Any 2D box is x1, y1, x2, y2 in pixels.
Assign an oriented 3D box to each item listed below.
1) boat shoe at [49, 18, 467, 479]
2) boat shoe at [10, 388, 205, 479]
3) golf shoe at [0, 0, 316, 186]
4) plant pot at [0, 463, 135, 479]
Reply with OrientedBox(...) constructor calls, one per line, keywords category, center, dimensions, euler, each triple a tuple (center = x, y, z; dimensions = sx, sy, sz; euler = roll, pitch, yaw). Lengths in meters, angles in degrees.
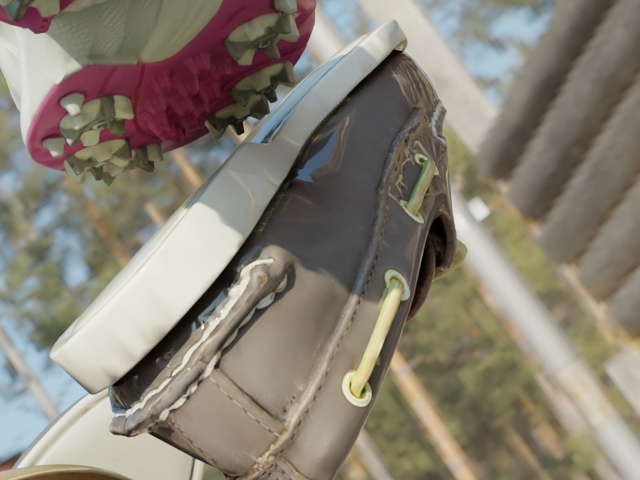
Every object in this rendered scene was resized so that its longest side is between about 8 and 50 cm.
OrientedBox(category="boat shoe", center=(0.000, 0.000, 0.765), dimensions=(0.116, 0.097, 0.324), euler=(-45, 4, 22))
OrientedBox(category="boat shoe", center=(-0.168, 0.228, 1.122), dimensions=(0.335, 0.112, 0.095), euler=(-66, 12, -15))
OrientedBox(category="golf shoe", center=(-0.076, -0.117, 0.657), dimensions=(0.115, 0.140, 0.306), euler=(-23, -16, -6))
OrientedBox(category="plant pot", center=(-0.174, 0.203, 0.992), dimensions=(0.236, 0.032, 0.236), euler=(-26, -43, -27))
